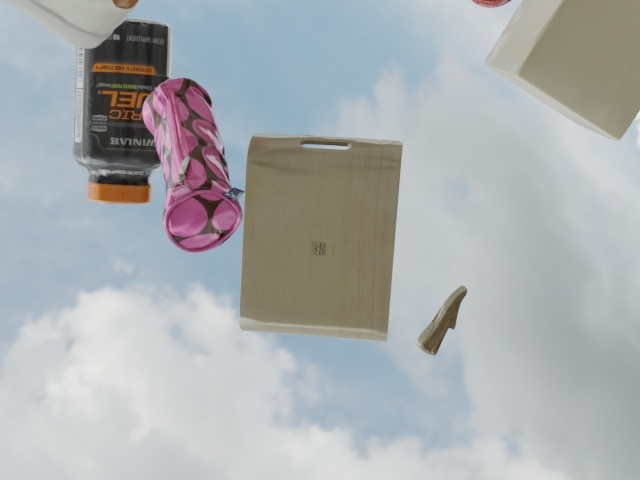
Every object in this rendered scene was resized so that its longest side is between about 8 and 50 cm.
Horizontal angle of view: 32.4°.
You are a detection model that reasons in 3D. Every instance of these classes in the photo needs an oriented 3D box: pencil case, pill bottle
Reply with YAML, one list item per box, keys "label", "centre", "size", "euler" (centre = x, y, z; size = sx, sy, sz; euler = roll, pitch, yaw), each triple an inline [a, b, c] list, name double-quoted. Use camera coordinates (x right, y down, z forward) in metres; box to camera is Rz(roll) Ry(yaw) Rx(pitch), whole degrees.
- label: "pencil case"
  centre: [-0.142, -0.090, 1.188]
  size: [0.098, 0.095, 0.209]
  euler: [47, -164, -44]
- label: "pill bottle"
  centre: [-0.267, -0.172, 1.485]
  size: [0.130, 0.130, 0.245]
  euler: [-2, -83, -41]

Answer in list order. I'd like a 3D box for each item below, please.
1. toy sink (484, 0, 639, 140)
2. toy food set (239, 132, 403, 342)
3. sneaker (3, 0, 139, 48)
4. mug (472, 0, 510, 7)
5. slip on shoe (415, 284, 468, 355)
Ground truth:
- label: "toy sink"
  centre: [0.325, -0.260, 1.272]
  size: [0.153, 0.234, 0.131]
  euler: [28, -171, -16]
- label: "toy food set"
  centre: [0.000, 0.000, 1.608]
  size: [0.220, 0.306, 0.092]
  euler: [4, -166, 4]
- label: "sneaker"
  centre: [-0.283, -0.286, 0.990]
  size: [0.290, 0.123, 0.106]
  euler: [22, -132, -41]
- label: "mug"
  centre: [0.141, -0.301, 0.977]
  size: [0.150, 0.169, 0.113]
  euler: [46, -173, -22]
- label: "slip on shoe"
  centre: [0.222, 0.141, 1.937]
  size: [0.041, 0.135, 0.051]
  euler: [37, 176, 17]
